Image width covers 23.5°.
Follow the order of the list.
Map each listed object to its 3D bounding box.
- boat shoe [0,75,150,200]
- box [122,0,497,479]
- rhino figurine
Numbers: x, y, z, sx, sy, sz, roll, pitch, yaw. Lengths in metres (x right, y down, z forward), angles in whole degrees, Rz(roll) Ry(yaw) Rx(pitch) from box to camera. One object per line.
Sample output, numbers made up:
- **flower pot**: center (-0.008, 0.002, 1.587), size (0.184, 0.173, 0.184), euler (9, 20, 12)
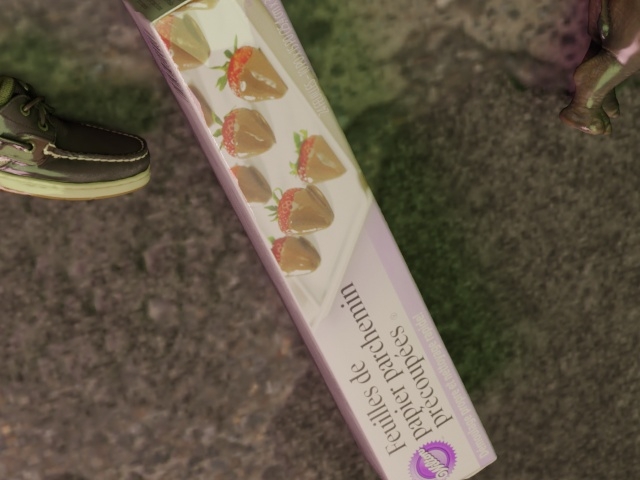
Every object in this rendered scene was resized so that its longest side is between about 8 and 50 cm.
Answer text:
- **boat shoe**: center (-0.152, -0.053, 0.737), size (0.152, 0.056, 0.049), euler (5, 114, -22)
- **box**: center (0.000, 0.000, 0.810), size (0.063, 0.067, 0.324), euler (-30, 117, -6)
- **rhino figurine**: center (0.245, -0.104, 0.854), size (0.243, 0.073, 0.106), euler (5, 112, -23)
